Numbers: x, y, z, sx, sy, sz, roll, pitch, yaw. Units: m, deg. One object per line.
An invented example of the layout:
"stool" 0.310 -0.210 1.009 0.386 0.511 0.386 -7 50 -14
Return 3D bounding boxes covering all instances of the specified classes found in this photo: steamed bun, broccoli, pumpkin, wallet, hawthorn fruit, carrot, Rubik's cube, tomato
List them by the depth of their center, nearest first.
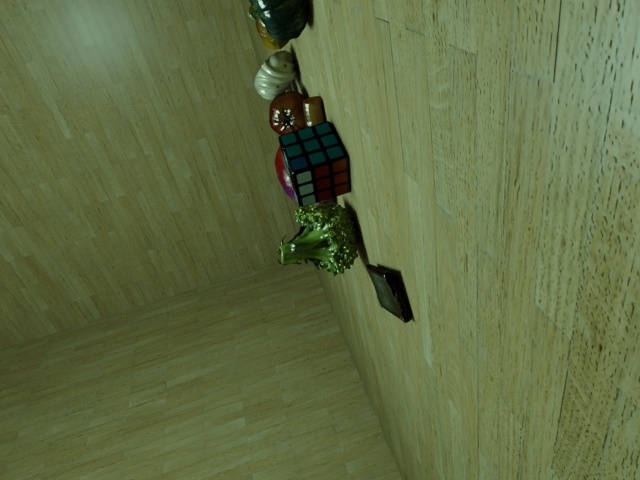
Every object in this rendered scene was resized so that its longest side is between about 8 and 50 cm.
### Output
"pumpkin" -0.116 -0.607 1.175 0.211 0.152 0.211 162 90 -90
"wallet" 0.173 0.128 1.215 0.243 0.039 0.132 -178 64 -84
"Rubik's cube" -0.015 -0.217 1.346 0.163 0.161 0.162 80 170 -58
"carrot" -0.147 -0.711 1.378 0.301 0.114 0.114 86 166 -59
"carrot" -0.009 -0.325 1.444 0.067 0.067 0.225 -115 12 -55
"broccoli" 0.016 -0.005 1.448 0.180 0.273 0.242 -11 99 51
"steamed bun" -0.149 -0.571 1.642 0.106 0.183 0.183 39 176 -4
"hawthorn fruit" -0.105 -0.458 1.664 0.203 0.163 0.162 -91 -11 -56
"tomato" -0.067 -0.237 1.754 0.289 0.176 0.334 78 171 -67

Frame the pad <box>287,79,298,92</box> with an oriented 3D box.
"pad" -0.096 -0.543 1.935 0.330 0.004 0.219 -137 30 -79
